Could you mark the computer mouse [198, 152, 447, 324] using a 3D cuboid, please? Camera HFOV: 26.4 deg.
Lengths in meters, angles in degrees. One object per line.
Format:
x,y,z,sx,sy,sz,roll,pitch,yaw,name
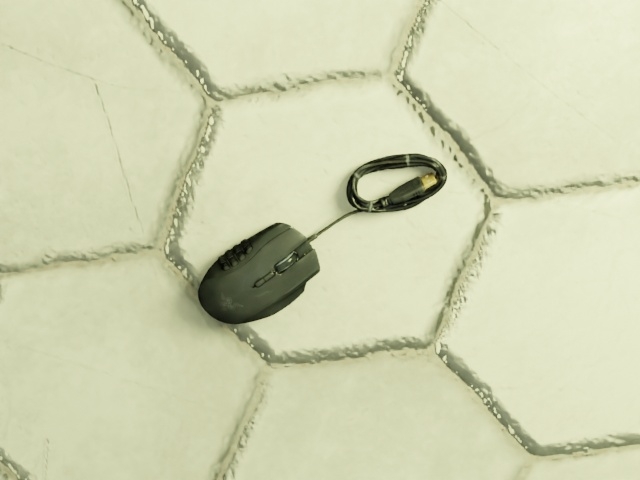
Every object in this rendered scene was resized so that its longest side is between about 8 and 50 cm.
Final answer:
0.000,0.000,1.153,0.242,0.041,0.071,-33,105,12,computer mouse
